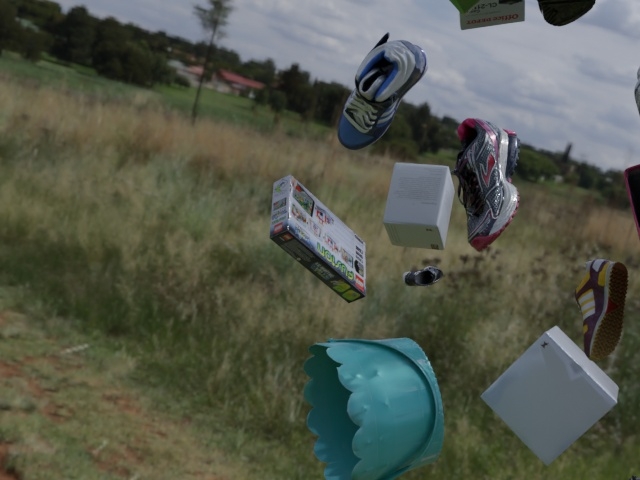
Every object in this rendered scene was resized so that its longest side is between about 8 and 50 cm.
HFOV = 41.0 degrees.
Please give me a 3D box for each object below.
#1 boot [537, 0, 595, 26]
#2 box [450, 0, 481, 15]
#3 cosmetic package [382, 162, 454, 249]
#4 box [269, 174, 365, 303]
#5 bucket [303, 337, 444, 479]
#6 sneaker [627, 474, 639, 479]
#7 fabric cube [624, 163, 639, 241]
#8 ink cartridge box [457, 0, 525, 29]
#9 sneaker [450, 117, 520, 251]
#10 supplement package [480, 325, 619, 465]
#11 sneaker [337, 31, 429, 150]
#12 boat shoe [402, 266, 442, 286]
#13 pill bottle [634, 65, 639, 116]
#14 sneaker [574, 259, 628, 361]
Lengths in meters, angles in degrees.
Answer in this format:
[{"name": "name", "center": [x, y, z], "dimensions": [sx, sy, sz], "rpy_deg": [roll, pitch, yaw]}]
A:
[{"name": "boot", "center": [0.377, -0.502, 1.484], "dimensions": [0.094, 0.207, 0.246], "rpy_deg": [-29, -23, 29]}, {"name": "box", "center": [0.147, -0.472, 1.142], "dimensions": [0.322, 0.058, 0.232], "rpy_deg": [47, -15, -6]}, {"name": "cosmetic package", "center": [0.267, -0.091, 2.307], "dimensions": [0.151, 0.184, 0.151], "rpy_deg": [6, -23, 19]}, {"name": "box", "center": [0.000, 0.000, 1.351], "dimensions": [0.036, 0.114, 0.207], "rpy_deg": [-24, -46, 28]}, {"name": "bucket", "center": [0.095, 0.310, 1.576], "dimensions": [0.183, 0.281, 0.281], "rpy_deg": [-8, 15, -19]}, {"name": "sneaker", "center": [0.582, 0.474, 1.559], "dimensions": [0.281, 0.115, 0.105], "rpy_deg": [4, -25, 31]}, {"name": "fabric cube", "center": [0.692, 0.013, 1.483], "dimensions": [0.254, 0.259, 0.258], "rpy_deg": [-13, -33, 21]}, {"name": "ink cartridge box", "center": [0.318, -0.492, 1.607], "dimensions": [0.127, 0.175, 0.072], "rpy_deg": [-7, 49, 8]}, {"name": "sneaker", "center": [0.305, -0.107, 1.647], "dimensions": [0.112, 0.299, 0.121], "rpy_deg": [23, -40, -16]}, {"name": "supplement package", "center": [0.503, 0.328, 1.857], "dimensions": [0.199, 0.198, 0.262], "rpy_deg": [46, 13, 16]}, {"name": "sneaker", "center": [0.108, -0.336, 2.010], "dimensions": [0.130, 0.323, 0.236], "rpy_deg": [47, 27, 11]}, {"name": "boat shoe", "center": [0.243, 0.084, 1.971], "dimensions": [0.125, 0.046, 0.038], "rpy_deg": [0, -1, -41]}, {"name": "pill bottle", "center": [0.572, -0.230, 1.412], "dimensions": [0.094, 0.094, 0.169], "rpy_deg": [15, 46, -9]}, {"name": "sneaker", "center": [0.502, 0.127, 1.561], "dimensions": [0.069, 0.186, 0.084], "rpy_deg": [19, -7, -31]}]
